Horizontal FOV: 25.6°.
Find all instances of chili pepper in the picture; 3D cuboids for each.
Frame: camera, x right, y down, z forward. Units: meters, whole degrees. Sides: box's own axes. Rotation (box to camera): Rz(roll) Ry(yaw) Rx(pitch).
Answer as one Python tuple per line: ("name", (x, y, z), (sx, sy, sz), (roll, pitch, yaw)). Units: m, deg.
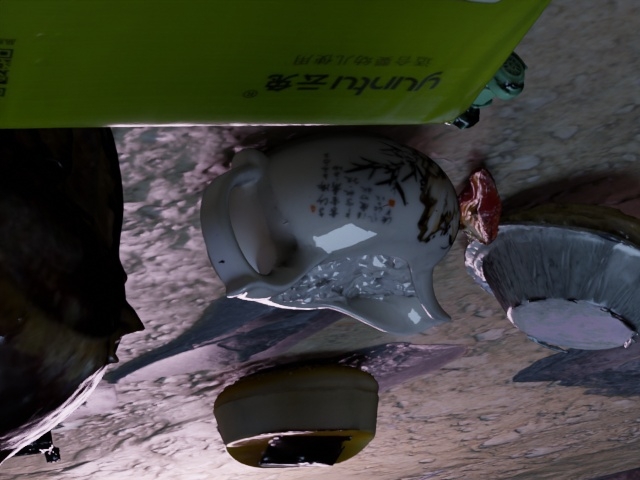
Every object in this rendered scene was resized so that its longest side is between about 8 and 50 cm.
("chili pepper", (0.144, -0.037, 1.281), (0.027, 0.045, 0.178), (-49, 162, -12))

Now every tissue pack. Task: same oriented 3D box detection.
("tissue pack", (-0.061, -0.164, 0.603), (0.274, 0.200, 0.167), (-2, 156, -21))

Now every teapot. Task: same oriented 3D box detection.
("teapot", (0.000, 0.000, 1.147), (0.208, 0.166, 0.299), (-11, 173, 35))

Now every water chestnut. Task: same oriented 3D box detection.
("water chestnut", (-0.252, -0.001, 0.796), (0.300, 0.300, 0.300), (-10, 160, -4))

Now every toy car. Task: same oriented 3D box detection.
("toy car", (0.074, -0.119, 1.003), (0.143, 0.054, 0.073), (3, 157, -31))

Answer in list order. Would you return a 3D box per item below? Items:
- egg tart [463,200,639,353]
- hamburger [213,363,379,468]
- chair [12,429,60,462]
("egg tart", (0.252, 0.047, 1.387), (0.234, 0.094, 0.234), (12, 158, 5))
("hamburger", (-0.030, 0.213, 1.757), (0.210, 0.116, 0.173), (-1, 150, -15))
("chair", (-0.342, 0.163, 1.458), (0.113, 0.106, 0.229), (-8, 160, -6))
